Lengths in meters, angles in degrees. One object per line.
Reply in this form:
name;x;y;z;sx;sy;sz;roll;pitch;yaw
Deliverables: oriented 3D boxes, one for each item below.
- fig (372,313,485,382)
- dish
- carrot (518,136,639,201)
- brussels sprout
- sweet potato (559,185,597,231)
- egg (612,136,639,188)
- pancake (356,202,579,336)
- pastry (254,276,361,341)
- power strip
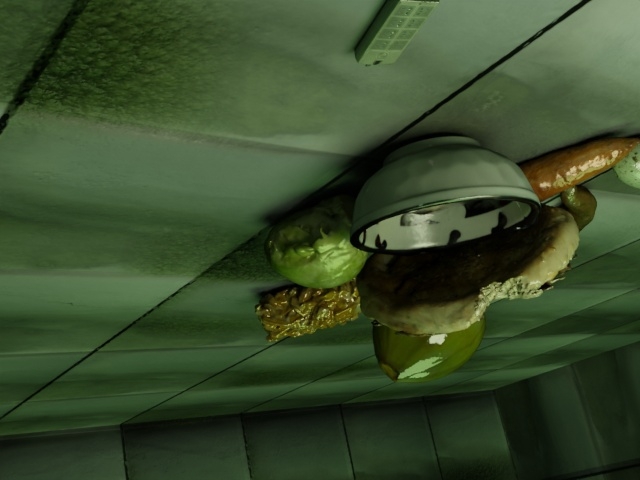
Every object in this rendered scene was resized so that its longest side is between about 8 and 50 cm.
fig;0.223;0.195;1.794;0.271;0.239;0.239;-49;-174;-37
dish;0.173;-0.070;1.200;0.303;0.120;0.303;-8;166;-2
carrot;0.401;-0.117;1.297;0.205;0.072;0.072;-22;159;25
brussels sprout;0.004;0.004;1.325;0.183;0.131;0.145;-20;138;25
sweet potato;0.469;-0.049;1.550;0.081;0.062;0.233;-10;158;-1
egg;0.512;-0.124;1.317;0.110;0.085;0.085;0;158;-17
pancake;0.236;0.034;1.341;0.382;0.071;0.382;-22;-160;9
pastry;-0.008;0.138;1.724;0.250;0.102;0.154;-14;162;5
power strip;0.077;-0.221;0.877;0.051;0.019;0.136;-5;160;-24
